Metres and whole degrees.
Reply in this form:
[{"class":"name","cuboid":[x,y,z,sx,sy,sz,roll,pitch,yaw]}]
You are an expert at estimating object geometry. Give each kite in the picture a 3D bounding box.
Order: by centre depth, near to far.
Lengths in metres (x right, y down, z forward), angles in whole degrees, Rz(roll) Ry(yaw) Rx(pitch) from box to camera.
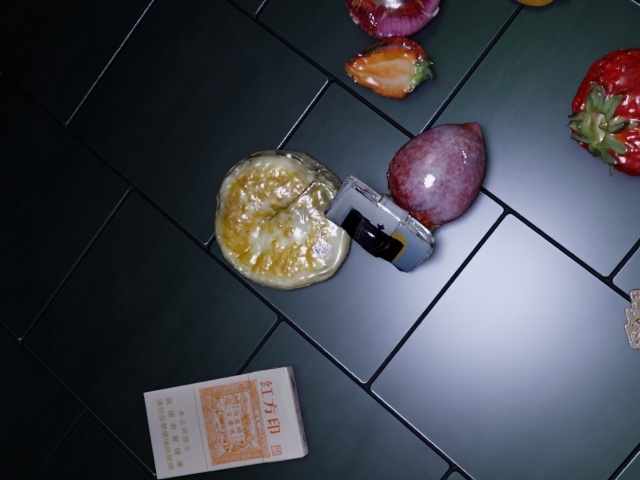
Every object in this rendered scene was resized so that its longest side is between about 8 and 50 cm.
[{"class":"kite","cuboid":[0.006,0.001,1.733,0.044,0.002,0.078,16,94,8]}]

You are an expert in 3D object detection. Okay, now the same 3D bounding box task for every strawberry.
[{"class":"strawberry","cuboid":[0.635,-0.258,1.521,0.276,0.257,0.257,-19,80,-19]},{"class":"strawberry","cuboid":[0.161,-0.384,1.732,0.192,0.085,0.140,-23,113,41]}]

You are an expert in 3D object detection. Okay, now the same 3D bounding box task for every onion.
[{"class":"onion","cuboid":[0.154,-0.554,1.707,0.230,0.163,0.230,0,88,4]}]

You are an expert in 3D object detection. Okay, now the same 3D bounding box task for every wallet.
[{"class":"wallet","cuboid":[0.120,-0.027,1.654,0.231,0.170,0.069,35,60,-4]}]

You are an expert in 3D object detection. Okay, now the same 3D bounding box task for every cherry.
[{"class":"cherry","cuboid":[0.249,-0.148,1.650,0.250,0.175,0.192,-49,54,6]}]

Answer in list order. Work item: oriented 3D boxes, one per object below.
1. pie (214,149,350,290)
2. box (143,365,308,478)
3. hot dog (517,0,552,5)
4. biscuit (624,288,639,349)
[{"class":"pie","cuboid":[-0.084,-0.046,1.790,0.339,0.077,0.339,0,91,11]},{"class":"box","cuboid":[-0.220,0.417,1.808,0.365,0.051,0.205,-13,82,15]},{"class":"hot dog","cuboid":[0.455,-0.542,1.672,0.140,0.060,0.090,30,99,12]},{"class":"biscuit","cuboid":[0.657,0.161,1.586,0.119,0.019,0.130,33,95,15]}]
